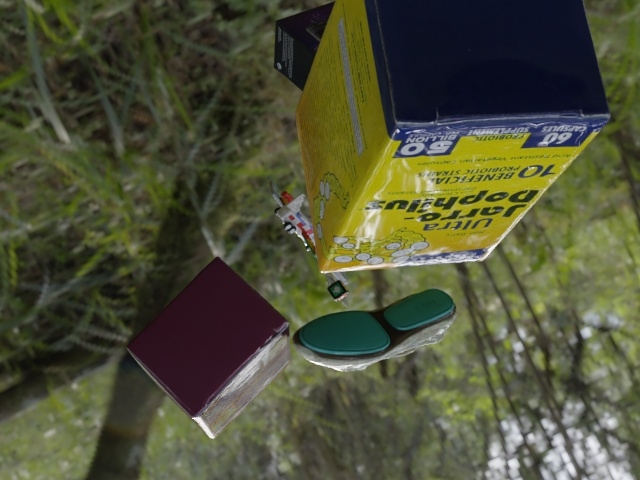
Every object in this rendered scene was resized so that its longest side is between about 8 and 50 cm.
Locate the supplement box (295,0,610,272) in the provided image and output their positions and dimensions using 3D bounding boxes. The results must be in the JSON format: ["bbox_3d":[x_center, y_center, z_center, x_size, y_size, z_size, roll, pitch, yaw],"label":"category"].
[{"bbox_3d":[0.107,-0.121,1.172,0.194,0.195,0.356,-4,160,-12],"label":"supplement box"}]

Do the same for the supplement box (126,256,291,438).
[{"bbox_3d":[-0.087,0.095,1.001,0.104,0.081,0.188,-45,170,-11],"label":"supplement box"}]

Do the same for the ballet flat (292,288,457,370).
[{"bbox_3d":[0.048,0.086,1.018,0.168,0.057,0.052,-12,135,-32],"label":"ballet flat"}]

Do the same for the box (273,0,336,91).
[{"bbox_3d":[0.081,-0.318,1.986,0.261,0.184,0.103,-24,141,-28],"label":"box"}]

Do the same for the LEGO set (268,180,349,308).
[{"bbox_3d":[0.000,0.000,1.705,0.060,0.182,0.244,-36,-165,7],"label":"LEGO set"}]
